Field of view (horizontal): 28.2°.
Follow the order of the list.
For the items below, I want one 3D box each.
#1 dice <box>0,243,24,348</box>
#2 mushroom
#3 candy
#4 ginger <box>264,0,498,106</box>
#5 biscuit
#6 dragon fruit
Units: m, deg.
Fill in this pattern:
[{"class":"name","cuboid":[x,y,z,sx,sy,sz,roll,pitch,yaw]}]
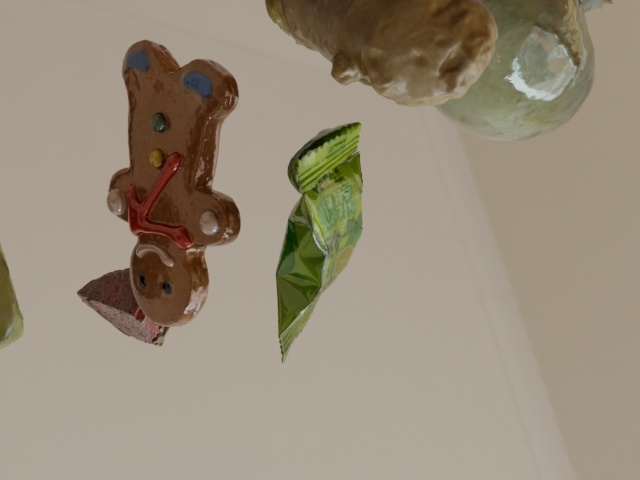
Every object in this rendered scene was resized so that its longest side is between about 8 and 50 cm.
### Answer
[{"class":"dice","cuboid":[-0.454,0.056,1.519,0.166,0.169,0.169,-17,-79,-15]},{"class":"mushroom","cuboid":[0.206,-0.280,1.482,0.352,0.260,0.352,-20,-90,-80]},{"class":"candy","cuboid":[0.000,0.000,1.401,0.069,0.246,0.149,22,-148,17]},{"class":"ginger","cuboid":[0.036,-0.223,1.170,0.190,0.354,0.126,-40,-46,-17]},{"class":"biscuit","cuboid":[-0.173,-0.055,1.451,0.049,0.205,0.324,-13,-65,-47]},{"class":"dragon fruit","cuboid":[-0.261,0.093,1.827,0.106,0.162,0.083,51,-118,-35]}]
